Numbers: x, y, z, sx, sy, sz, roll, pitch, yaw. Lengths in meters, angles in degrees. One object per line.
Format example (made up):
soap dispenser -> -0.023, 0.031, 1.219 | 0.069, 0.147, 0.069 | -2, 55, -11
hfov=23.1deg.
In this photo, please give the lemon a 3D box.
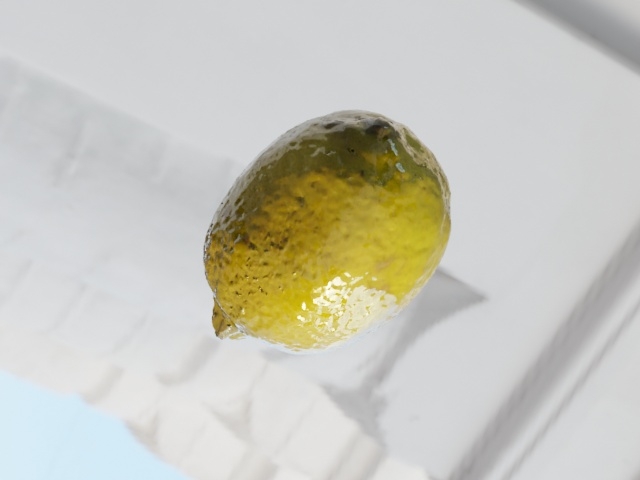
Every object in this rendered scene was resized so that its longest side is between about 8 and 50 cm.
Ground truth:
lemon -> 0.000, 0.000, 0.594 | 0.110, 0.082, 0.082 | -47, -150, 20
